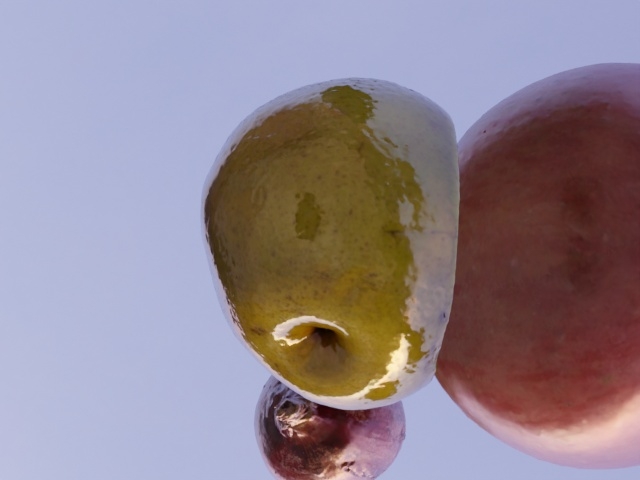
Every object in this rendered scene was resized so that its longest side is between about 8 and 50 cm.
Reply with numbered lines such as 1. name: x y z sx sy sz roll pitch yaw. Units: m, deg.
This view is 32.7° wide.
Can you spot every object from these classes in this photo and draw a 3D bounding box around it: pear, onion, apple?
1. pear: 0.000 0.000 0.462 0.104 0.141 0.141 8 -79 -1
2. onion: 0.000 0.179 1.082 0.160 0.195 0.159 -4 -103 16
3. apple: 0.226 0.020 0.935 0.270 0.345 0.344 4 -84 35
